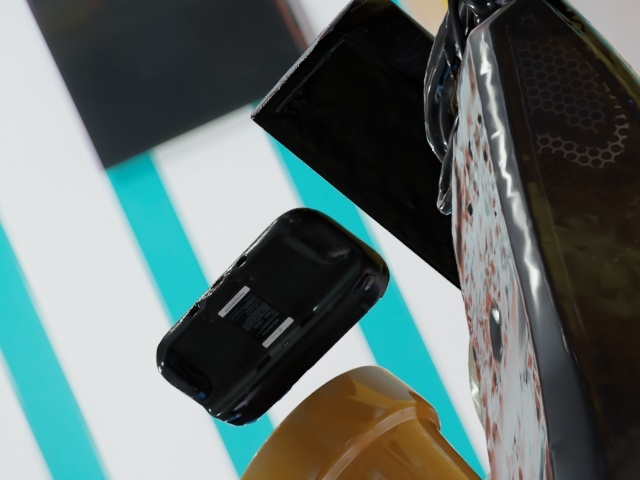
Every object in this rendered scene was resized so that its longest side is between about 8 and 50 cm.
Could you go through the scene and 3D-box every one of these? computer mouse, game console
[{"bbox_3d":[0.081,-0.001,0.523,0.188,0.072,0.272,92,173,-55],"label":"computer mouse"},{"bbox_3d":[0.000,0.000,1.371,0.213,0.361,0.044,40,-155,-9],"label":"game console"}]

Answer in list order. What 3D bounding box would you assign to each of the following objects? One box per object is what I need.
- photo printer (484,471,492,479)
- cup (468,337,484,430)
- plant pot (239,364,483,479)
[{"bbox_3d":[0.168,0.291,1.014,0.256,0.107,0.307,50,154,32],"label":"photo printer"},{"bbox_3d":[0.337,0.120,1.677,0.237,0.331,0.331,30,147,62],"label":"cup"},{"bbox_3d":[0.058,0.231,1.387,0.188,0.205,0.205,35,163,27],"label":"plant pot"}]
